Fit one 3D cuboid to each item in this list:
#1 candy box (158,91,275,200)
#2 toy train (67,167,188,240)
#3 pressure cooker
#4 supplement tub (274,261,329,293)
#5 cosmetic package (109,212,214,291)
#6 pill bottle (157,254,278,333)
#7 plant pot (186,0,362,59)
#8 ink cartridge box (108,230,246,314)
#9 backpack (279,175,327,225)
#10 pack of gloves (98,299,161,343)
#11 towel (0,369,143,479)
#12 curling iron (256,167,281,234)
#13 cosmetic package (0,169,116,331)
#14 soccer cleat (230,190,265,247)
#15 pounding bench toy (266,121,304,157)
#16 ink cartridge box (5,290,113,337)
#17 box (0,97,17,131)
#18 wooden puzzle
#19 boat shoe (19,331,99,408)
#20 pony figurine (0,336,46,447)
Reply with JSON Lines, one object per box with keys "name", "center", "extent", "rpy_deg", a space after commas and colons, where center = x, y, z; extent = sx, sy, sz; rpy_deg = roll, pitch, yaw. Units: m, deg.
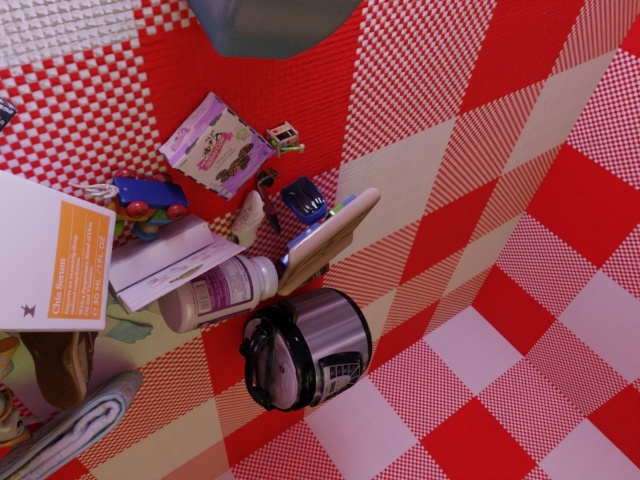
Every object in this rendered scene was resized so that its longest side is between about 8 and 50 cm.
{"name": "candy box", "center": [-0.217, -0.195, 1.046], "extent": [0.165, 0.070, 0.196], "rpy_deg": [-45, 151, 6]}
{"name": "toy train", "center": [-0.409, -0.063, 0.979], "extent": [0.248, 0.105, 0.143], "rpy_deg": [1, 143, -50]}
{"name": "pressure cooker", "center": [-0.078, 0.386, 1.681], "extent": [0.420, 0.370, 0.375], "rpy_deg": [-15, 170, -38]}
{"name": "supplement tub", "center": [-0.075, 0.097, 1.563], "extent": [0.198, 0.106, 0.106], "rpy_deg": [-27, 147, -25]}
{"name": "cosmetic package", "center": [-0.372, 0.023, 1.099], "extent": [0.239, 0.099, 0.060], "rpy_deg": [-30, 118, -24]}
{"name": "pill bottle", "center": [-0.271, 0.131, 1.314], "extent": [0.301, 0.169, 0.169], "rpy_deg": [-13, 140, -40]}
{"name": "plant pot", "center": [-0.087, -0.425, 0.742], "extent": [0.247, 0.248, 0.252], "rpy_deg": [-14, 156, -40]}
{"name": "ink cartridge box", "center": [-0.323, 0.076, 1.100], "extent": [0.275, 0.239, 0.060], "rpy_deg": [-31, 119, -26]}
{"name": "backpack", "center": [-0.035, -0.101, 1.335], "extent": [0.098, 0.120, 0.101], "rpy_deg": [-38, 150, -9]}
{"name": "pack of gloves", "center": [-0.491, 0.209, 1.281], "extent": [0.195, 0.046, 0.232], "rpy_deg": [-46, 150, 6]}
{"name": "towel", "center": [-0.656, 0.491, 1.269], "extent": [0.374, 0.090, 0.320], "rpy_deg": [-34, -172, -12]}
{"name": "curling iron", "center": [-0.129, -0.095, 1.317], "extent": [0.068, 0.035, 0.274], "rpy_deg": [-31, 149, -17]}
{"name": "cosmetic package", "center": [-0.510, 0.016, 0.692], "extent": [0.161, 0.230, 0.453], "rpy_deg": [-1, 170, 14]}
{"name": "soccer cleat", "center": [-0.197, -0.047, 1.273], "extent": [0.076, 0.068, 0.196], "rpy_deg": [-16, 145, -33]}
{"name": "pounding bench toy", "center": [-0.085, -0.229, 1.144], "extent": [0.065, 0.083, 0.052], "rpy_deg": [-29, 148, -23]}
{"name": "ink cartridge box", "center": [-0.566, 0.127, 1.100], "extent": [0.232, 0.066, 0.189], "rpy_deg": [-60, 152, -10]}
{"name": "box", "center": [-0.522, -0.198, 0.735], "extent": [0.067, 0.018, 0.083], "rpy_deg": [-45, 150, 6]}
{"name": "wooden puzzle", "center": [0.000, 0.000, 1.383], "extent": [0.322, 0.080, 0.348], "rpy_deg": [-38, 169, -21]}
{"name": "boat shoe", "center": [-0.549, 0.200, 1.046], "extent": [0.123, 0.123, 0.342], "rpy_deg": [5, 117, 3]}
{"name": "pony figurine", "center": [-0.766, 0.388, 0.996], "extent": [0.351, 0.302, 0.364], "rpy_deg": [-31, 143, -44]}
